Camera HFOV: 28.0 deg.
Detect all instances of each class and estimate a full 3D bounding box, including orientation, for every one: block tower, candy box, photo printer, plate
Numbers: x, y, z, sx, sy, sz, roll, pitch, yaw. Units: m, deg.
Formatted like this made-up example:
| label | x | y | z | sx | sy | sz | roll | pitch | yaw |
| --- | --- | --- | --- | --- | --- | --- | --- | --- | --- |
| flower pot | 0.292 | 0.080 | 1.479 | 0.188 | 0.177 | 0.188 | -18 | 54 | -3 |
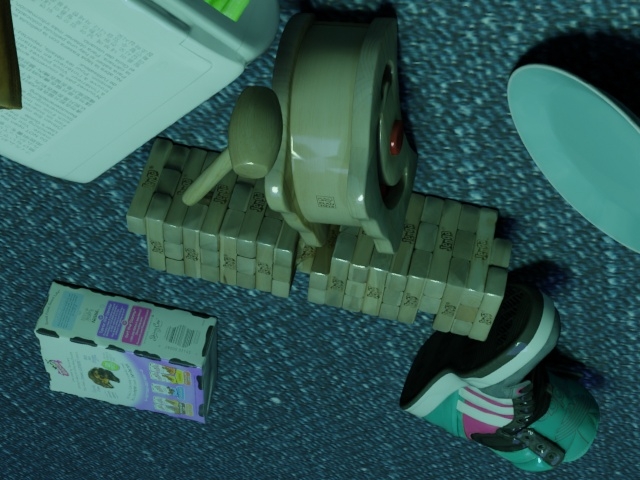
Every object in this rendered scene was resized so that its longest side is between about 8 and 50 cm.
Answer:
| label | x | y | z | sx | sy | sz | roll | pitch | yaw |
| --- | --- | --- | --- | --- | --- | --- | --- | --- | --- |
| block tower | 0.000 | 0.000 | 1.169 | 0.335 | 0.091 | 0.097 | 13 | 149 | 3 |
| candy box | -0.223 | 0.134 | 1.502 | 0.196 | 0.070 | 0.165 | 12 | 150 | 3 |
| photo printer | -0.215 | -0.165 | 0.973 | 0.256 | 0.107 | 0.307 | 31 | 146 | -25 |
| plate | 0.214 | -0.063 | 0.963 | 0.188 | 0.024 | 0.188 | 46 | 168 | 13 |

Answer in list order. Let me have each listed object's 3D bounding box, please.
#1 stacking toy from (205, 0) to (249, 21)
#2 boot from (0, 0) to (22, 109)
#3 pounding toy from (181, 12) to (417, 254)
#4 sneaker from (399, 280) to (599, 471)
| label | x | y | z | sx | sy | sz | roll | pitch | yaw |
| --- | --- | --- | --- | --- | --- | --- | --- | --- | --- |
| stacking toy | -0.082 | -0.249 | 0.734 | 0.221 | 0.167 | 0.052 | 33 | -172 | -28 |
| boot | -0.307 | -0.214 | 0.787 | 0.264 | 0.280 | 0.096 | 3 | -171 | 4 |
| pounding toy | -0.017 | -0.090 | 0.993 | 0.155 | 0.154 | 0.269 | 6 | 167 | 14 |
| sneaker | 0.210 | 0.147 | 1.283 | 0.178 | 0.124 | 0.295 | 25 | 156 | -8 |
